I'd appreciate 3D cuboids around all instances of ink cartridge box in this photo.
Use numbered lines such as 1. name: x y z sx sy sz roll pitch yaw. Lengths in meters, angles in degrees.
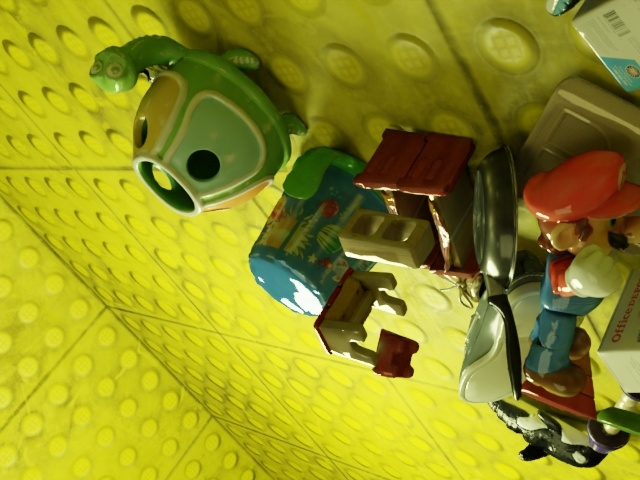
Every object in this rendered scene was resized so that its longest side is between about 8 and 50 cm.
1. ink cartridge box: 0.352 -0.226 0.827 0.104 0.060 0.180 45 153 -16
2. ink cartridge box: 0.487 0.108 1.079 0.092 0.159 0.217 48 146 -20

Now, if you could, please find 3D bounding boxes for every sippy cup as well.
1. sippy cup: 0.000 0.000 1.443 0.240 0.224 0.305 -5 132 53

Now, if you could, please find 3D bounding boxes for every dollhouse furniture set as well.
1. dollhouse furniture set: 0.104 0.035 1.210 0.152 0.374 0.201 11 143 34

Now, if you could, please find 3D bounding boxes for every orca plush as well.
1. orca plush: 0.407 0.379 1.659 0.287 0.102 0.151 28 173 15

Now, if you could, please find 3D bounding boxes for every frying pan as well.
1. frying pan: 0.240 0.031 1.161 0.053 0.197 0.326 0 104 3

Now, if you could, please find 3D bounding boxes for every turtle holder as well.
1. turtle holder: -0.199 -0.188 1.374 0.243 0.227 0.320 16 148 37

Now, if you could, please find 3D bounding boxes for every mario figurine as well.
1. mario figurine: 0.341 0.040 1.046 0.198 0.170 0.321 -119 24 -54

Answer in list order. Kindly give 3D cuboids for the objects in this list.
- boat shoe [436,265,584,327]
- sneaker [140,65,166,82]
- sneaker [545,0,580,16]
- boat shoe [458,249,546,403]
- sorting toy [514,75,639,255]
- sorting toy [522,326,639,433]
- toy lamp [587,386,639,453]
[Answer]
1. boat shoe: 0.288 0.073 1.361 0.285 0.089 0.105 19 149 32
2. sneaker: -0.294 -0.295 1.532 0.083 0.037 0.032 34 152 2
3. sneaker: 0.250 -0.308 0.825 0.083 0.071 0.191 36 146 16
4. boat shoe: 0.284 0.143 1.310 0.116 0.099 0.319 0 139 -9
5. sorting toy: 0.403 -0.067 1.059 0.307 0.041 0.229 30 152 8
6. sorting toy: 0.478 0.232 1.285 0.365 0.126 0.127 21 173 -14
7. toy lamp: 0.519 0.298 1.467 0.080 0.080 0.275 27 149 19
